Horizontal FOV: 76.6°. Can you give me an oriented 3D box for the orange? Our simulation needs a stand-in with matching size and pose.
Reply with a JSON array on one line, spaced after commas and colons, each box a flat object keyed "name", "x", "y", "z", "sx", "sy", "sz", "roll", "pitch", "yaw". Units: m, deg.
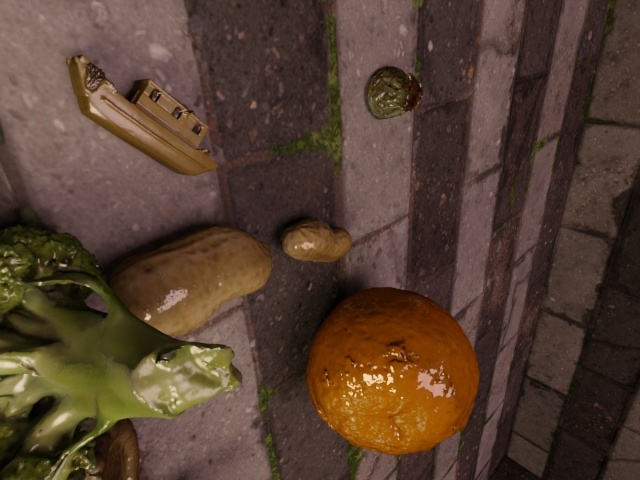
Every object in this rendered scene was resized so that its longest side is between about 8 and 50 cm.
[{"name": "orange", "x": 0.143, "y": 0.254, "z": 0.839, "sx": 0.293, "sy": 0.340, "sz": 0.341, "roll": -72, "pitch": 159, "yaw": -59}]

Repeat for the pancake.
[{"name": "pancake", "x": -0.273, "y": 0.380, "z": 0.518, "sx": 0.033, "sy": 0.288, "sz": 0.286, "roll": 1, "pitch": 117, "yaw": -13}]

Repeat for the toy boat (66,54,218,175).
[{"name": "toy boat", "x": -0.206, "y": -0.149, "z": 0.494, "sx": 0.200, "sy": 0.057, "sz": 0.077, "roll": 35, "pitch": 77, "yaw": -47}]

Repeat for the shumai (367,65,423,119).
[{"name": "shumai", "x": 0.158, "y": -0.284, "z": 0.784, "sx": 0.123, "sy": 0.087, "sz": 0.099, "roll": -26, "pitch": 123, "yaw": -38}]

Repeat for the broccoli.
[{"name": "broccoli", "x": -0.270, "y": 0.135, "z": 0.376, "sx": 0.186, "sy": 0.302, "sz": 0.254, "roll": 28, "pitch": 89, "yaw": -53}]

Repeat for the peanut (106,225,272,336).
[{"name": "peanut", "x": -0.169, "y": 0.051, "z": 0.578, "sx": 0.253, "sy": 0.122, "sz": 0.137, "roll": -28, "pitch": 151, "yaw": -38}]

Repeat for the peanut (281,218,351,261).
[{"name": "peanut", "x": 0.000, "y": 0.000, "z": 0.761, "sx": 0.174, "sy": 0.080, "sz": 0.080, "roll": 4, "pitch": 104, "yaw": -50}]
